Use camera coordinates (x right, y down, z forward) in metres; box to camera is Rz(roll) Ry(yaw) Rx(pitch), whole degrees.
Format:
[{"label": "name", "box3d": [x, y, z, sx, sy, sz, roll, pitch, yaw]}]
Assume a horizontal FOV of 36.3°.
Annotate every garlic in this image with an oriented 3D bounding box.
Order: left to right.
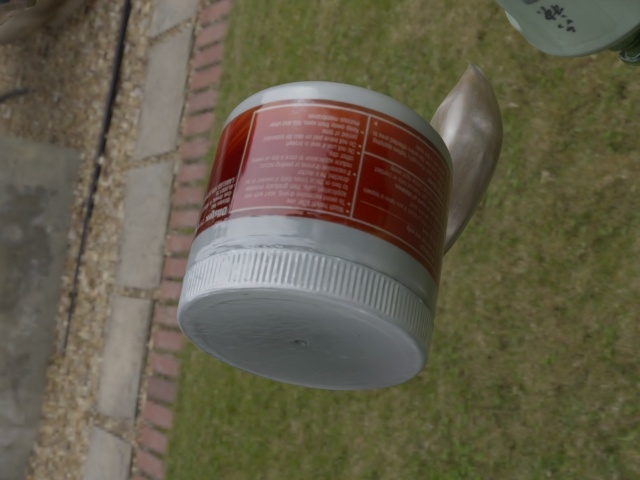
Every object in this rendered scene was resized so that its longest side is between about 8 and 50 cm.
[{"label": "garlic", "box3d": [0.170, -0.082, 1.318, 0.318, 0.112, 0.143, -62, 12, 3]}]

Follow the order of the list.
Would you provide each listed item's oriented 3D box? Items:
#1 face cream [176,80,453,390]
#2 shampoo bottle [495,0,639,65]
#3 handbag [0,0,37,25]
[{"label": "face cream", "box3d": [0.000, 0.000, 0.791, 0.201, 0.201, 0.187, -30, 42, 51]}, {"label": "shampoo bottle", "box3d": [0.137, -0.184, 0.616, 0.087, 0.234, 0.118, -61, 28, -6]}, {"label": "handbag", "box3d": [-0.391, -0.300, 0.941, 0.251, 0.193, 0.190, 1, 97, 58]}]
